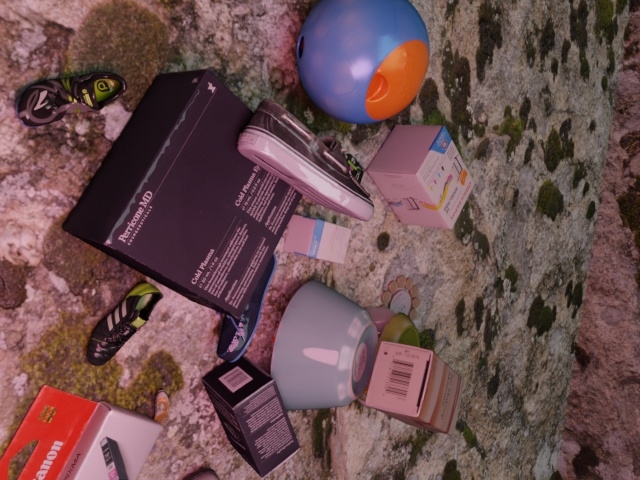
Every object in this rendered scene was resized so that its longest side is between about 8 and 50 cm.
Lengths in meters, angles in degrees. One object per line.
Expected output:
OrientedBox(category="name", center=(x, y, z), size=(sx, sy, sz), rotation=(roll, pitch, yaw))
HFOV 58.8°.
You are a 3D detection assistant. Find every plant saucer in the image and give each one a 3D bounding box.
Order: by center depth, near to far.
OrientedBox(category="plant saucer", center=(0.201, 0.304, 1.436), size=(0.241, 0.037, 0.241), rotation=(-18, 111, -57))

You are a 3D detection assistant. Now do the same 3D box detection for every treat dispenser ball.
OrientedBox(category="treat dispenser ball", center=(0.091, -0.399, 1.229), size=(0.288, 0.288, 0.288), rotation=(-11, 105, -42))

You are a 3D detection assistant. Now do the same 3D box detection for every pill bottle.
OrientedBox(category="pill bottle", center=(0.157, 0.313, 1.539), size=(0.136, 0.136, 0.246), rotation=(-17, 110, -41))

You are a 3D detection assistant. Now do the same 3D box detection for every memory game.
OrientedBox(category="memory game", center=(0.233, 0.195, 1.676), size=(0.186, 0.012, 0.186), rotation=(-11, 106, -42))

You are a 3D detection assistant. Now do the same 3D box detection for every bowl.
OrientedBox(category="bowl", center=(0.030, 0.257, 1.318), size=(0.311, 0.163, 0.312), rotation=(9, 90, -67))

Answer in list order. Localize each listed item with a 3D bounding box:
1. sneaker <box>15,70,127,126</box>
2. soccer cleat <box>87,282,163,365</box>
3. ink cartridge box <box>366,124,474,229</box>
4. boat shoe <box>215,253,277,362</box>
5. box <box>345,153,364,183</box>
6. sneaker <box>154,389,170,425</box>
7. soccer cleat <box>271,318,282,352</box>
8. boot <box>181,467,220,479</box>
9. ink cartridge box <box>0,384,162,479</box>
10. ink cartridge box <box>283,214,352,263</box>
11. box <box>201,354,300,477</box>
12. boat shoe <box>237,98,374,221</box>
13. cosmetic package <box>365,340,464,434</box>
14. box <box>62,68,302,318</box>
OrientedBox(category="sneaker", center=(-0.403, -0.238, 0.928), size=(0.188, 0.078, 0.067), rotation=(-32, 119, -35))
OrientedBox(category="soccer cleat", center=(-0.362, 0.155, 1.051), size=(0.179, 0.072, 0.060), rotation=(-57, 131, -20))
OrientedBox(category="ink cartridge box", center=(0.276, -0.170, 1.535), size=(0.233, 0.168, 0.171), rotation=(49, 64, -39))
OrientedBox(category="boat shoe", center=(-0.180, 0.127, 1.219), size=(0.089, 0.109, 0.258), rotation=(33, 59, -35))
OrientedBox(category="box", center=(0.063, -0.169, 1.398), size=(0.083, 0.052, 0.062), rotation=(36, 67, -53))
OrientedBox(category="sneaker", center=(-0.322, 0.340, 1.156), size=(0.032, 0.037, 0.083), rotation=(3, 120, -24))
OrientedBox(category="soccer cleat", center=(-0.077, 0.275, 1.363), size=(0.076, 0.068, 0.196), rotation=(-6, 101, -64))
OrientedBox(category="boot", center=(-0.274, 0.642, 1.128), size=(0.338, 0.222, 0.118), rotation=(-49, 127, -26))
OrientedBox(category="ink cartridge box", center=(-0.454, 0.426, 1.028), size=(0.239, 0.060, 0.275), rotation=(38, 72, -43))
OrientedBox(category="ink cartridge box", center=(0.000, 0.000, 1.355), size=(0.143, 0.092, 0.090), rotation=(15, 88, -44))
OrientedBox(category="box", center=(-0.151, 0.378, 1.237), size=(0.108, 0.153, 0.207), rotation=(-31, 120, -27))
OrientedBox(category="boat shoe", center=(0.001, -0.143, 1.061), size=(0.335, 0.121, 0.119), rotation=(32, 80, -42))
OrientedBox(category="cosmetic package", center=(0.232, 0.353, 1.334), size=(0.296, 0.129, 0.153), rotation=(41, 60, -55))
OrientedBox(category="box", center=(-0.227, -0.082, 1.060), size=(0.312, 0.179, 0.343), rotation=(40, 70, -43))
